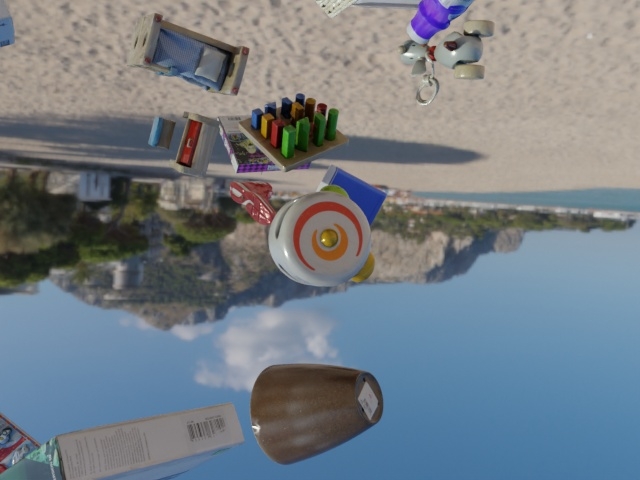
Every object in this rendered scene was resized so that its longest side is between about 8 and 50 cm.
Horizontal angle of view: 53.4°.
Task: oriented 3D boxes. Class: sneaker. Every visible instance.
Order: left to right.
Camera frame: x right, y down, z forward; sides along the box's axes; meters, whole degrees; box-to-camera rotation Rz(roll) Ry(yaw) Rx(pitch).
[{"bbox_3d":[-0.177,-0.134,2.007,0.128,0.087,0.221,-18,-133,-37],"label":"sneaker"}]

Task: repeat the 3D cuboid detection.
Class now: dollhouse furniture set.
[{"bbox_3d":[-0.194,-0.188,0.856,0.129,0.183,0.129,13,-172,-27],"label":"dollhouse furniture set"}]

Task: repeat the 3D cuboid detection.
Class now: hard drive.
[{"bbox_3d":[0.090,-0.118,2.198,0.040,0.210,0.319,34,-171,37],"label":"hard drive"}]

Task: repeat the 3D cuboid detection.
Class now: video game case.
[{"bbox_3d":[-0.168,-0.290,1.881,0.232,0.042,0.210,-7,-127,-27],"label":"video game case"}]

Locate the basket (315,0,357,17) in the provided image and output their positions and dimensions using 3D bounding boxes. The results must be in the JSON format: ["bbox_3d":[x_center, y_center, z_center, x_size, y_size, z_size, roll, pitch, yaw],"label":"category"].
[{"bbox_3d":[0.056,-0.502,1.169,0.167,0.103,0.113,-48,-161,-27],"label":"basket"}]

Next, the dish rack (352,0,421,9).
[{"bbox_3d":[0.235,-0.710,1.848,0.333,0.072,0.285,2,-156,1],"label":"dish rack"}]

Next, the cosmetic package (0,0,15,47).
[{"bbox_3d":[-0.759,-0.506,1.343,0.151,0.183,0.151,-25,-175,-23],"label":"cosmetic package"}]

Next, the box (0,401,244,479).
[{"bbox_3d":[-0.279,0.288,0.760,0.322,0.058,0.232,-36,155,31],"label":"box"}]

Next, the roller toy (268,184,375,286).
[{"bbox_3d":[0.000,0.000,1.295,0.191,0.209,0.146,-17,-176,-17],"label":"roller toy"}]

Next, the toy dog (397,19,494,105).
[{"bbox_3d":[0.323,-0.529,1.785,0.161,0.220,0.334,0,171,-37],"label":"toy dog"}]

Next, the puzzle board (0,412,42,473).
[{"bbox_3d":[-0.469,0.301,0.883,0.096,0.128,0.011,48,180,-19],"label":"puzzle board"}]

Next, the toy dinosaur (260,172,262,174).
[{"bbox_3d":[-0.151,-0.289,2.044,0.092,0.053,0.183,-49,-174,-37],"label":"toy dinosaur"}]

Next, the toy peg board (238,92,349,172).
[{"bbox_3d":[-0.050,-0.233,1.247,0.161,0.079,0.160,-27,-123,-29],"label":"toy peg board"}]

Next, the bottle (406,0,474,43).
[{"bbox_3d":[0.310,-0.577,1.488,0.118,0.092,0.283,-25,169,-40],"label":"bottle"}]

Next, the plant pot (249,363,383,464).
[{"bbox_3d":[0.008,0.350,1.343,0.230,0.215,0.215,-19,171,32],"label":"plant pot"}]
